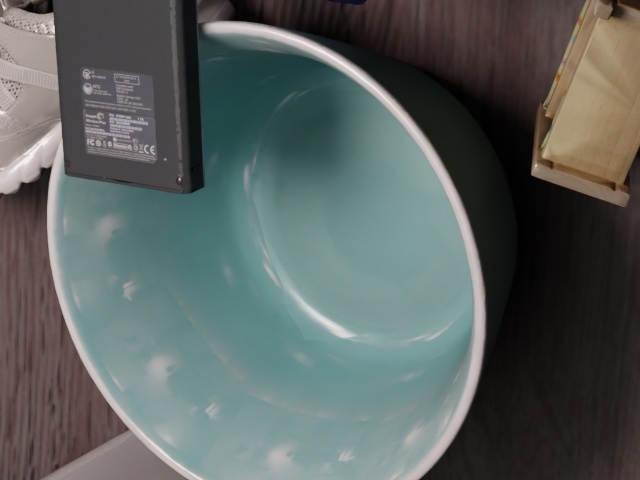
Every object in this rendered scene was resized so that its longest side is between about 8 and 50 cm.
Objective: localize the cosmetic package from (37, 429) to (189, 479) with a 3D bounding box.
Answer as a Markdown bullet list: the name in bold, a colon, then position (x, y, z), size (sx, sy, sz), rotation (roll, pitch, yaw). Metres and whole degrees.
- **cosmetic package**: position (-0.258, 0.390, 1.386), size (0.393, 0.329, 0.327), rotation (-30, 89, 36)

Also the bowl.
- **bowl**: position (0.000, 0.000, 1.182), size (0.311, 0.163, 0.311), rotation (12, 113, 30)

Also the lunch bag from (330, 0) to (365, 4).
- **lunch bag**: position (0.029, -0.366, 0.980), size (0.385, 0.239, 0.328), rotation (-44, 79, 22)

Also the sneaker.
- **sneaker**: position (-0.191, -0.122, 1.288), size (0.281, 0.105, 0.115), rotation (-32, 107, 25)

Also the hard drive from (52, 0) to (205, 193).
- **hard drive**: position (-0.114, -0.099, 1.104), size (0.094, 0.022, 0.135), rotation (10, 112, 30)

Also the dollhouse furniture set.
- **dollhouse furniture set**: position (0.226, -0.109, 1.064), size (0.161, 0.101, 0.182), rotation (19, 119, -2)
